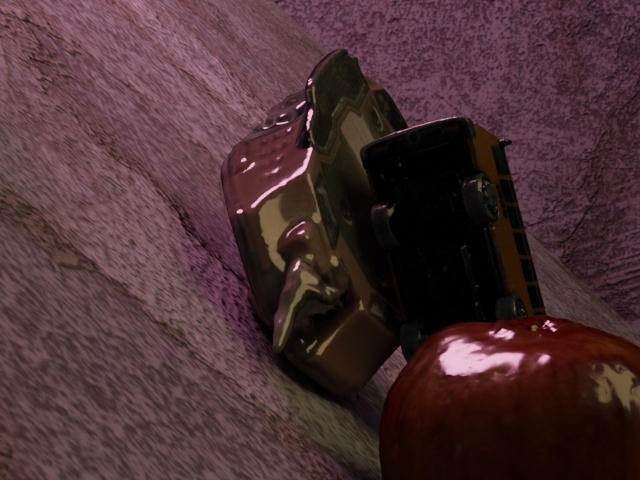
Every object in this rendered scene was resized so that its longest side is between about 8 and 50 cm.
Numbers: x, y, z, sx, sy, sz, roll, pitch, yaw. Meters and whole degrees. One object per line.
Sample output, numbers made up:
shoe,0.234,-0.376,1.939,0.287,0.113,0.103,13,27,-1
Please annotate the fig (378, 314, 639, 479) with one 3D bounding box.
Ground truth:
fig,0.134,0.141,1.126,0.205,0.205,0.205,43,9,-8

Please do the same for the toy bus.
toy bus,0.098,0.012,1.305,0.103,0.091,0.182,2,74,-67

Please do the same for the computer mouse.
computer mouse,-0.005,0.002,1.349,0.199,0.115,0.389,57,25,-17
